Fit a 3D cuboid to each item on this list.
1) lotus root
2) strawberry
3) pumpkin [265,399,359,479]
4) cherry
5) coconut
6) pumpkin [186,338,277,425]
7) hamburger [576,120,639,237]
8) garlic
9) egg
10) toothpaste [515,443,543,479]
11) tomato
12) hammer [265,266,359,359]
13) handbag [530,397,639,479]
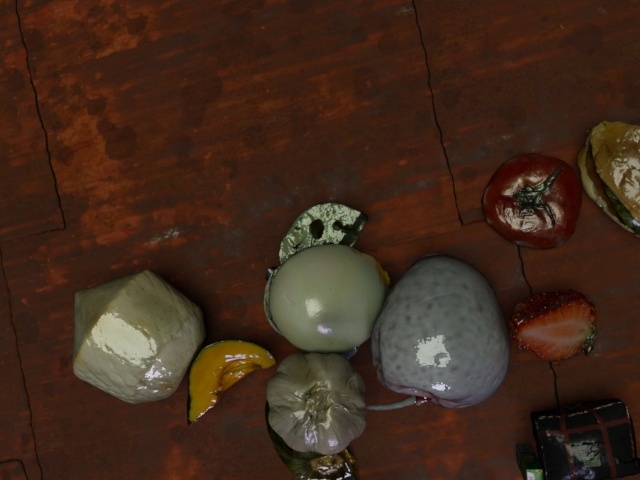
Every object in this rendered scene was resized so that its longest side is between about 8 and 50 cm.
[{"bbox_3d":[0.000,0.000,1.615,0.138,0.119,0.235,43,98,6],"label":"lotus root"},{"bbox_3d":[0.503,0.172,1.524,0.236,0.107,0.175,31,97,-30],"label":"strawberry"},{"bbox_3d":[-0.020,0.455,1.639,0.139,0.190,0.280,-21,130,8],"label":"pumpkin"},{"bbox_3d":[0.248,0.200,1.476,0.291,0.326,0.335,-1,96,42],"label":"cherry"},{"bbox_3d":[-0.438,0.209,1.608,0.329,0.329,0.329,0,90,9],"label":"coconut"},{"bbox_3d":[-0.246,0.294,1.629,0.254,0.130,0.149,-36,108,-2],"label":"pumpkin"},{"bbox_3d":[0.712,-0.107,1.481,0.330,0.162,0.209,20,92,4],"label":"hamburger"},{"bbox_3d":[-0.006,0.338,1.450,0.228,0.152,0.228,5,65,-10],"label":"garlic"},{"bbox_3d":[0.031,0.153,1.509,0.286,0.174,0.264,20,107,-22],"label":"egg"},{"bbox_3d":[0.457,0.493,1.512,0.037,0.178,0.043,-6,90,9],"label":"toothpaste"},{"bbox_3d":[0.479,-0.086,1.550,0.228,0.101,0.228,0,89,12],"label":"tomato"},{"bbox_3d":[-0.028,0.176,1.661,0.290,0.037,0.137,44,95,6],"label":"hammer"},{"bbox_3d":[0.574,0.437,1.506,0.215,0.155,0.169,-14,79,10],"label":"handbag"}]
